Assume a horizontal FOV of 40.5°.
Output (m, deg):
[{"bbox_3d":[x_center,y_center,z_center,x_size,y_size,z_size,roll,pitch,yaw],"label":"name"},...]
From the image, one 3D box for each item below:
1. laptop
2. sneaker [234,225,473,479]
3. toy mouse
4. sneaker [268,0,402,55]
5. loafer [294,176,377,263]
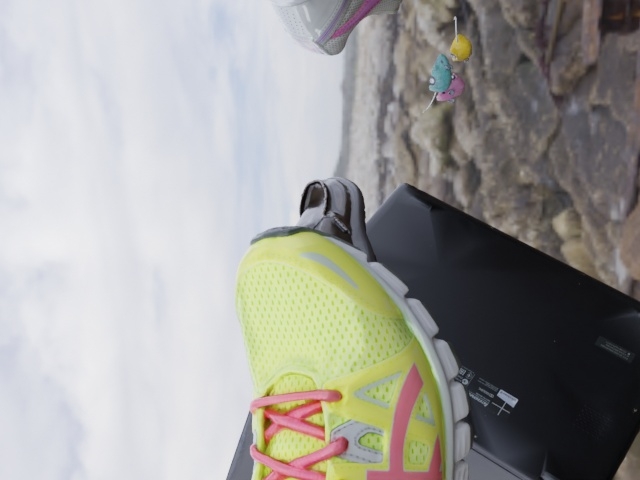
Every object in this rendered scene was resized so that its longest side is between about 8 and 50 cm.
[{"bbox_3d":[0.139,0.209,1.009,0.408,0.382,0.236,-48,-25,-28],"label":"laptop"},{"bbox_3d":[0.006,0.097,0.311,0.094,0.081,0.209,-18,-89,-50],"label":"sneaker"},{"bbox_3d":[0.218,-0.271,1.462,0.143,0.031,0.161,-60,-25,-10],"label":"toy mouse"},{"bbox_3d":[0.036,-0.242,0.682,0.252,0.103,0.111,-47,-33,-22],"label":"sneaker"},{"bbox_3d":[0.000,0.000,0.801,0.220,0.078,0.080,-107,27,-61],"label":"loafer"}]
